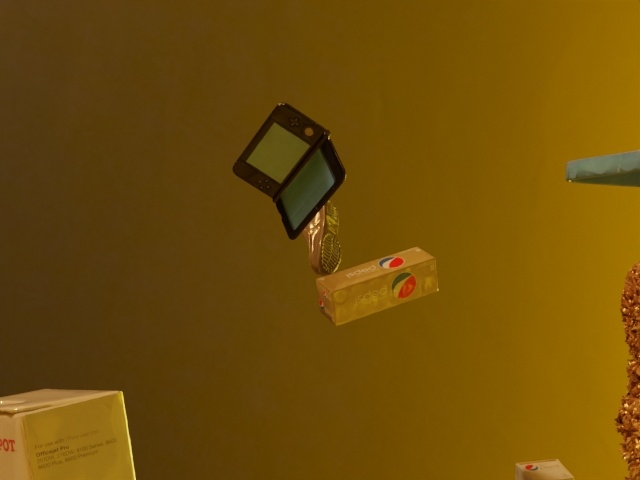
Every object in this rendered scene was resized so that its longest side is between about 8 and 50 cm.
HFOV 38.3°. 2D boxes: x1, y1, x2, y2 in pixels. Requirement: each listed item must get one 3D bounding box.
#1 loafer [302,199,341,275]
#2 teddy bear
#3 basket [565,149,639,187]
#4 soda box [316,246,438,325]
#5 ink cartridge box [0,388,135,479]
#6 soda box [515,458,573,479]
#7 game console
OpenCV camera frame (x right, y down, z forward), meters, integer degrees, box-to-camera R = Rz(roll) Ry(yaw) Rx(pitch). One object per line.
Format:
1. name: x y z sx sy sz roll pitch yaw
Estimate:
1. loafer: 0.000 0.000 1.490 0.056 0.050 0.148 43 -143 -35
2. teddy bear: 0.398 0.181 0.993 0.245 0.337 0.113 0 -170 -38
3. basket: 0.471 -0.080 1.088 0.289 0.201 0.255 0 -179 -18
4. soda box: 0.088 0.069 1.421 0.181 0.061 0.058 -17 -155 -20
5. ink cartridge box: -0.399 0.426 1.370 0.166 0.285 0.394 -8 -92 -41
6. soda box: 0.359 0.466 1.490 0.074 0.216 0.069 -4 -165 -9
7. game console: -0.040 -0.082 1.098 0.107 0.122 0.071 32 -146 -13
